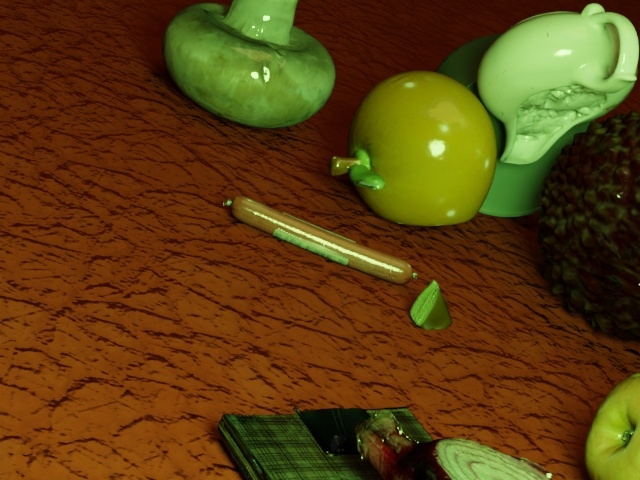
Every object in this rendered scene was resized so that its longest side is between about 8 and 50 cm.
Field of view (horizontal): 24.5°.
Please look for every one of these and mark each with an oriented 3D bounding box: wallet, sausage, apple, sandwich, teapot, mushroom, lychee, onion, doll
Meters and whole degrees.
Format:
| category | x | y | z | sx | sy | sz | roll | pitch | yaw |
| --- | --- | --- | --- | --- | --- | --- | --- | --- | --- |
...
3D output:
| category | x | y | z | sx | sy | sz | roll | pitch | yaw |
| --- | --- | --- | --- | --- | --- | --- | --- | --- | --- |
| wallet | 0.024 | 0.202 | 1.363 | 0.230 | 0.042 | 0.124 | 1 | 36 | -38 |
| sausage | 0.000 | 0.000 | 1.748 | 0.253 | 0.034 | 0.034 | 23 | 25 | -6 |
| apple | 0.364 | 0.213 | 1.497 | 0.199 | 0.199 | 0.199 | 20 | 25 | -10 |
| sandwich | 0.126 | 0.082 | 1.698 | 0.031 | 0.044 | 0.083 | 50 | -8 | 36 |
| teapot | 0.306 | -0.206 | 1.872 | 0.204 | 0.298 | 0.139 | 6 | 67 | -17 |
| mushroom | -0.086 | -0.276 | 1.995 | 0.243 | 0.243 | 0.243 | 20 | 25 | -10 |
| lychee | 0.427 | -0.023 | 1.854 | 0.306 | 0.306 | 0.330 | 3 | 28 | -39 |
| onion | 0.109 | 0.236 | 1.258 | 0.218 | 0.140 | 0.195 | 32 | 22 | 17 |
| doll | 0.105 | -0.114 | 1.894 | 0.236 | 0.213 | 0.213 | -10 | 40 | -31 |

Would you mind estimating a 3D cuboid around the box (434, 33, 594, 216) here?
| category | x | y | z | sx | sy | sz | roll | pitch | yaw |
| --- | --- | --- | --- | --- | --- | --- | --- | --- | --- |
| box | 0.264 | -0.166 | 2.087 | 0.226 | 0.226 | 0.149 | 19 | 26 | -13 |
